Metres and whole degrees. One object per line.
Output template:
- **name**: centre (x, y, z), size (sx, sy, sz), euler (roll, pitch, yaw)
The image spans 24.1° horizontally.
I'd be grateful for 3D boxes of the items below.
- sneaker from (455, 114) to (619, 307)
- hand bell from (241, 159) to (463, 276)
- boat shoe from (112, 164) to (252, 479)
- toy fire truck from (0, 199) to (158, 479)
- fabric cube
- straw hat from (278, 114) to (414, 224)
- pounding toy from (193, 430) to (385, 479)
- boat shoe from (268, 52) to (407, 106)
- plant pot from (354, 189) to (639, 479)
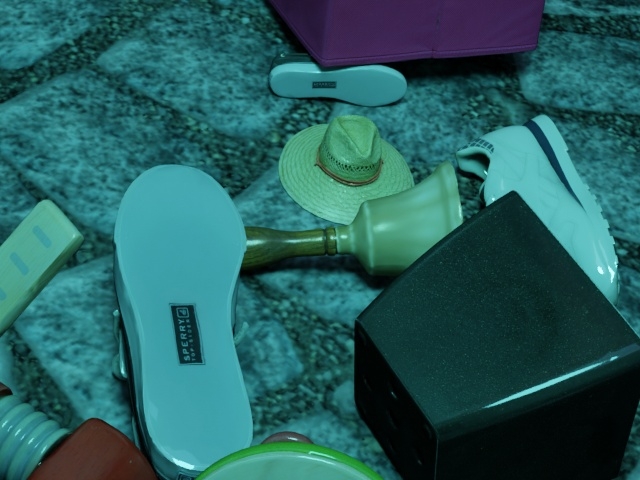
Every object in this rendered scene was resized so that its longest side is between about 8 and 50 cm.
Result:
- **sneaker**: centre (0.207, -0.017, 1.407), size (0.095, 0.090, 0.235), euler (-14, 46, -10)
- **hand bell**: centre (0.000, 0.000, 1.329), size (0.242, 0.126, 0.126), euler (-4, 46, -2)
- **boat shoe**: centre (-0.112, 0.078, 1.205), size (0.113, 0.105, 0.306), euler (0, 52, -20)
- **toy fire truck**: centre (-0.200, 0.122, 1.034), size (0.217, 0.246, 0.158), euler (30, 47, 16)
- **fabric cube**: centre (0.085, -0.358, 1.551), size (0.259, 0.258, 0.254), euler (-7, 35, -21)
- **straw hat**: centre (0.029, -0.086, 1.435), size (0.144, 0.061, 0.144), euler (8, 44, -7)
- **pounding toy**: centre (0.011, 0.216, 1.072), size (0.237, 0.183, 0.110), euler (15, 20, 0)
- **boat shoe**: centre (0.017, -0.169, 1.526), size (0.142, 0.049, 0.040), euler (4, 44, -7)
- **plant pot**: centre (0.127, 0.108, 1.192), size (0.167, 0.188, 0.187), euler (-24, 54, -16)
